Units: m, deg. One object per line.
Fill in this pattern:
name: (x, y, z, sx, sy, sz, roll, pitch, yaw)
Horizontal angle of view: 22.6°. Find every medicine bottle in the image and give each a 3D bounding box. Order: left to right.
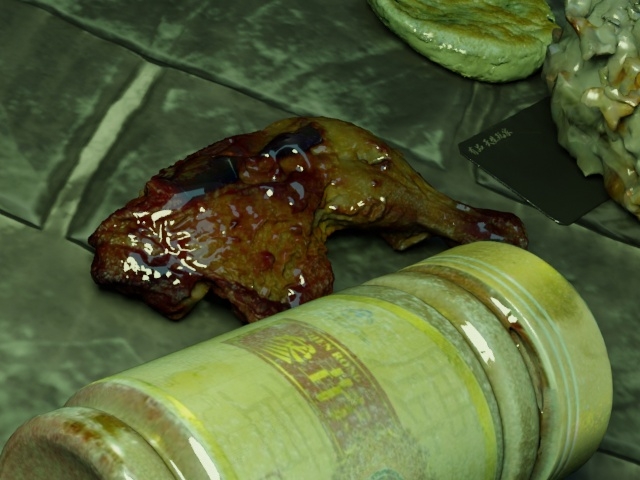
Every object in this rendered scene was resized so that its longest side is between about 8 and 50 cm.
medicine bottle: (0.000, 0.110, 0.844, 0.322, 0.151, 0.151, -19, 52, -42)

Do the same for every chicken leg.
chicken leg: (-0.005, -0.010, 1.068, 0.322, 0.083, 0.177, -21, 63, -41)

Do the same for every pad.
pad: (0.191, -0.067, 1.293, 0.112, 0.003, 0.157, 37, 39, 20)

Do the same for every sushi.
sushi: (0.370, -0.123, 1.300, 0.418, 0.176, 0.417, 11, 51, -13)

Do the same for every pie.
pie: (0.123, -0.199, 1.393, 0.187, 0.041, 0.187, 14, 37, -11)
